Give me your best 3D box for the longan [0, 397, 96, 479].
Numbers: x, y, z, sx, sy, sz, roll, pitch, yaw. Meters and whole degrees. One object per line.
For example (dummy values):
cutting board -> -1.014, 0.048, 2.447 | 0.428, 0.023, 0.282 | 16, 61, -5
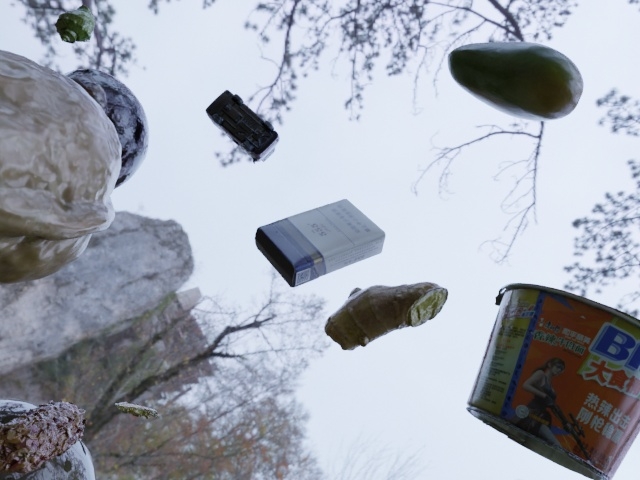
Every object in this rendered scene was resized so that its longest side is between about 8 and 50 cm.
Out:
longan -> -0.596, 0.486, 1.019 | 0.404, 0.336, 0.404 | 28, -55, 50

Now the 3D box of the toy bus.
toy bus -> -0.203, -0.295, 1.456 | 0.199, 0.096, 0.108 | 42, -10, 10

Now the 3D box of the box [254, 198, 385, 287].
box -> 0.000, 0.000, 1.270 | 0.168, 0.259, 0.071 | 46, -36, 37

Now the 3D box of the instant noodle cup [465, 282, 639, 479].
instant noodle cup -> 0.380, 0.227, 0.869 | 0.296, 0.296, 0.214 | 16, -109, 45

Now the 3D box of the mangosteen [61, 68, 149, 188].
mangosteen -> -0.579, -0.267, 1.314 | 0.307, 0.347, 0.306 | -2, -98, 12

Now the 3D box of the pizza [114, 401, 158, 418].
pizza -> -0.460, 0.408, 1.328 | 0.123, 0.109, 0.026 | 3, -109, 34

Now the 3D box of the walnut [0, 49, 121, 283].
walnut -> -0.493, -0.104, 0.831 | 0.381, 0.381, 0.381 | 19, -63, 44

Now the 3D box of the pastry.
pastry -> -0.371, 0.252, 0.737 | 0.087, 0.169, 0.063 | 26, -88, 2

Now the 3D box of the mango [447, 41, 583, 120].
mango -> 0.348, -0.292, 1.007 | 0.251, 0.156, 0.114 | 20, -93, 35

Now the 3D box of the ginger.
ginger -> 0.180, 0.192, 1.511 | 0.189, 0.354, 0.126 | -97, 172, -47

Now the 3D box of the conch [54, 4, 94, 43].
conch -> -0.625, -0.550, 1.414 | 0.089, 0.121, 0.074 | 34, -25, -18
